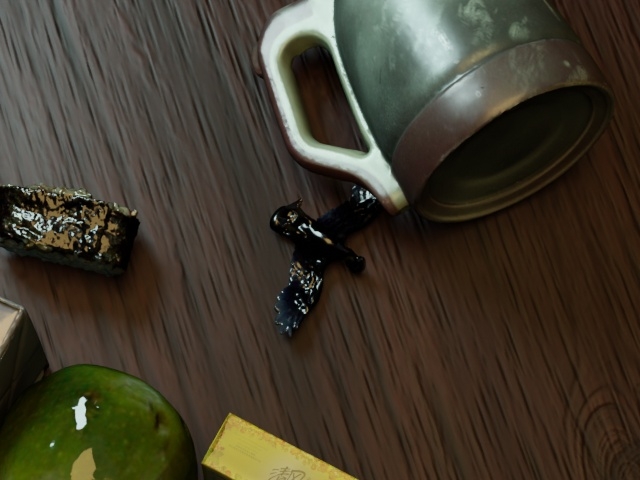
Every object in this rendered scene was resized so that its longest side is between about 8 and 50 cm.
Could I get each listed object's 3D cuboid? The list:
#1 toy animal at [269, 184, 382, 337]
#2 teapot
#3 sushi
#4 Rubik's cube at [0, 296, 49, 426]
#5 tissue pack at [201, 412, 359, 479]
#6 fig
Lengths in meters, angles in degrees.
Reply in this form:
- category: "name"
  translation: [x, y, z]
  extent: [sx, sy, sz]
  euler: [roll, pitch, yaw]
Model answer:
- category: "toy animal"
  translation: [0.000, 0.000, 1.886]
  extent: [0.108, 0.062, 0.220]
  euler: [34, 72, -9]
- category: "teapot"
  translation: [0.095, -0.184, 1.873]
  extent: [0.315, 0.233, 0.312]
  euler: [-31, 65, 4]
- category: "sushi"
  translation: [-0.263, -0.014, 1.860]
  extent: [0.150, 0.090, 0.078]
  euler: [11, 80, 8]
- category: "Rubik's cube"
  translation: [-0.414, 0.144, 1.729]
  extent: [0.224, 0.231, 0.221]
  euler: [23, 72, 5]
- category: "tissue pack"
  translation: [-0.027, 0.242, 1.776]
  extent: [0.176, 0.095, 0.062]
  euler: [27, 73, 8]
- category: "fig"
  translation: [-0.235, 0.256, 1.683]
  extent: [0.206, 0.206, 0.275]
  euler: [28, 49, 8]
